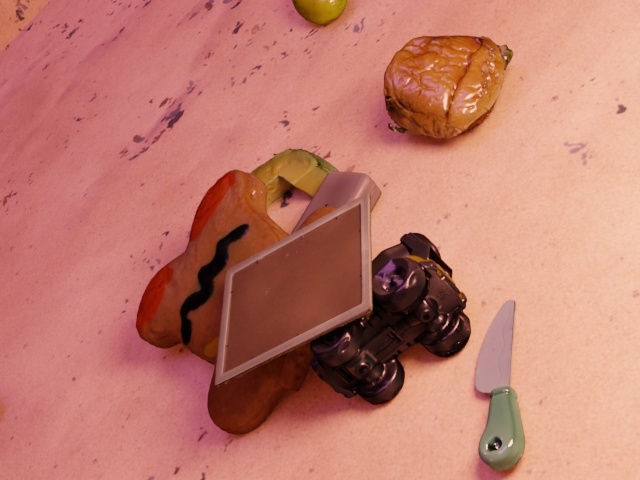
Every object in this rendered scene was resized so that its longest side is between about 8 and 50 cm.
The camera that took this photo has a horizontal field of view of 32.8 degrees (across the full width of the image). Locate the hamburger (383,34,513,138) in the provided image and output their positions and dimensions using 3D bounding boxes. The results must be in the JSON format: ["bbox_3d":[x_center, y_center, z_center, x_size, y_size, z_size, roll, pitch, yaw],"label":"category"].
[{"bbox_3d":[0.192,-0.251,1.727,0.206,0.130,0.183,8,62,44],"label":"hamburger"}]

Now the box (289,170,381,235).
[{"bbox_3d":[0.000,0.000,1.714,0.103,0.055,0.243,7,59,46],"label":"box"}]

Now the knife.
[{"bbox_3d":[0.222,0.177,1.360,0.063,0.034,0.260,-29,32,29],"label":"knife"}]

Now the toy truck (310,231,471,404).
[{"bbox_3d":[0.082,0.098,1.468,0.224,0.147,0.165,-40,35,10],"label":"toy truck"}]

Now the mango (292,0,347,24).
[{"bbox_3d":[-0.004,-0.495,2.180,0.117,0.089,0.163,-27,40,21],"label":"mango"}]

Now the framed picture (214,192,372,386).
[{"bbox_3d":[-0.035,0.068,1.483,0.274,0.017,0.217,-28,40,30],"label":"framed picture"}]

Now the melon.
[{"bbox_3d":[-0.070,-0.097,1.873,0.210,0.064,0.118,-32,43,18],"label":"melon"}]

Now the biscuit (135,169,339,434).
[{"bbox_3d":[-0.120,0.066,1.658,0.368,0.076,0.394,-58,42,5],"label":"biscuit"}]
